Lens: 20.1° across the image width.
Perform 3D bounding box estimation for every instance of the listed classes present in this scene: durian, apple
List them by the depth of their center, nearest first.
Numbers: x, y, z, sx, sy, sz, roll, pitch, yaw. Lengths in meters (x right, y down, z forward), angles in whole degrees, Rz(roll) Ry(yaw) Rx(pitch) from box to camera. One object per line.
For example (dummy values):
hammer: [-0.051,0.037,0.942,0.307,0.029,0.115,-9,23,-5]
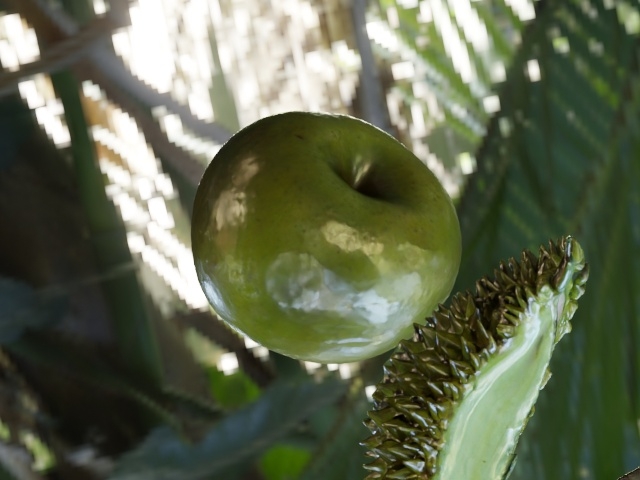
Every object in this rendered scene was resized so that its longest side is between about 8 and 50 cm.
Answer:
durian: [0.085,0.086,1.060,0.095,0.221,0.137,30,-173,6]
apple: [0.000,0.000,1.306,0.157,0.196,0.196,-57,165,27]

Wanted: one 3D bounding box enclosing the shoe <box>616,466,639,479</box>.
shoe: [0.175,0.224,1.018,0.103,0.275,0.098,21,-154,-36]
